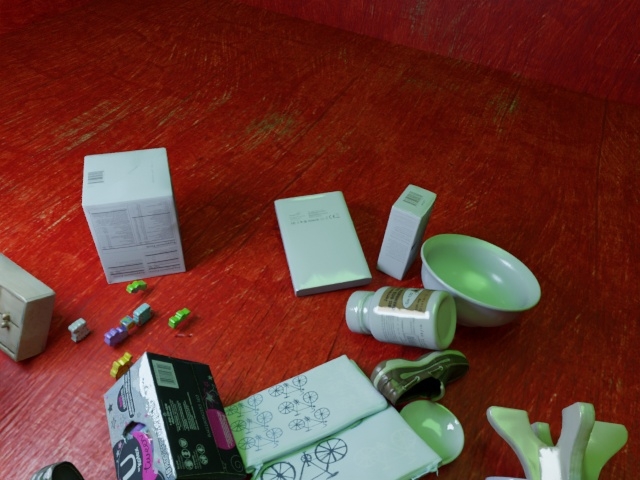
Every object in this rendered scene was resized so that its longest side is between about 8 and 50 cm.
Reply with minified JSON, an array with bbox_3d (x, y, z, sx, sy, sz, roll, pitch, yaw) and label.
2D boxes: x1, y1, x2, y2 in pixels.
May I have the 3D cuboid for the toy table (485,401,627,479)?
[{"bbox_3d":[0.443,0.406,0.926,0.274,0.252,0.161,14,60,-6],"label":"toy table"}]

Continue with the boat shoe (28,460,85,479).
[{"bbox_3d":[-0.300,0.476,0.743,0.130,0.132,0.355,-33,85,0],"label":"boat shoe"}]

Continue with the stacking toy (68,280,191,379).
[{"bbox_3d":[-0.439,0.197,1.165,0.167,0.052,0.221,30,47,20],"label":"stacking toy"}]

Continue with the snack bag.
[{"bbox_3d":[0.004,0.374,0.962,0.323,0.037,0.342,-17,29,-22],"label":"snack bag"}]

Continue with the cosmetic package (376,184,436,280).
[{"bbox_3d":[0.224,-0.018,1.326,0.085,0.231,0.117,25,47,19],"label":"cosmetic package"}]

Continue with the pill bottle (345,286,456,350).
[{"bbox_3d":[0.180,0.172,1.150,0.229,0.131,0.131,0,36,36],"label":"pill bottle"}]

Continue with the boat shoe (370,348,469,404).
[{"bbox_3d":[0.230,0.301,1.068,0.257,0.095,0.095,-3,34,-30],"label":"boat shoe"}]

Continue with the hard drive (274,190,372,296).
[{"bbox_3d":[0.000,0.000,1.381,0.203,0.040,0.308,-9,55,-10],"label":"hard drive"}]

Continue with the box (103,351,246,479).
[{"bbox_3d":[-0.271,0.351,0.908,0.163,0.142,0.247,29,21,-47],"label":"box"}]

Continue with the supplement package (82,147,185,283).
[{"bbox_3d":[-0.464,-0.062,1.272,0.198,0.263,0.199,-9,45,-14],"label":"supplement package"}]

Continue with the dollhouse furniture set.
[{"bbox_3d":[-0.779,0.152,0.966,0.256,0.362,0.394,28,20,20],"label":"dollhouse furniture set"}]

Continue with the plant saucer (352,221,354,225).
[{"bbox_3d":[0.013,-0.037,1.470,0.168,0.029,0.168,3,43,-2],"label":"plant saucer"}]

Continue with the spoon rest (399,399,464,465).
[{"bbox_3d":[0.174,0.417,0.976,0.137,0.084,0.276,36,52,27],"label":"spoon rest"}]

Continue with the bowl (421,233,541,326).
[{"bbox_3d":[0.373,0.119,1.250,0.297,0.134,0.298,11,32,-7],"label":"bowl"}]
